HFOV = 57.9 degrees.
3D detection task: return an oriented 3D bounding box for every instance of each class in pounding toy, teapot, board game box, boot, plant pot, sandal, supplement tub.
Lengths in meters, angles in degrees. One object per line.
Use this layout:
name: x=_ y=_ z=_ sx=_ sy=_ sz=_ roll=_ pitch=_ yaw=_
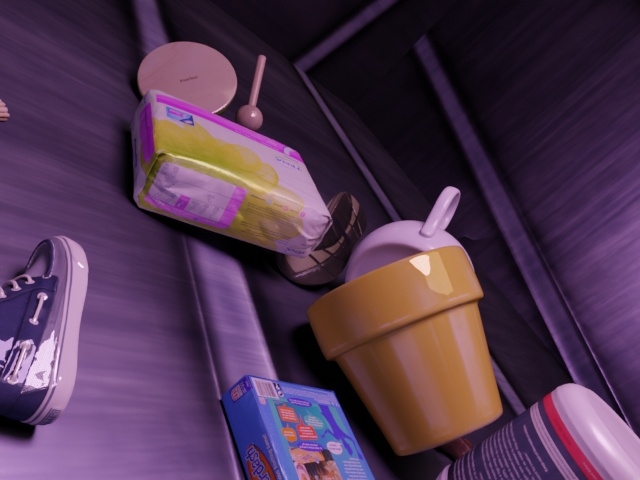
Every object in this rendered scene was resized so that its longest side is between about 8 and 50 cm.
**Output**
pounding toy: x=-0.231 y=-0.278 z=1.130 sx=0.237 sy=0.110 sz=0.182 roll=6 pitch=64 yaw=-10
teapot: x=0.180 y=0.061 z=1.076 sx=0.252 sy=0.256 sz=0.187 roll=63 pitch=35 yaw=-8
board game box: x=-0.006 y=0.251 z=0.614 sx=0.160 sy=0.047 sz=0.210 roll=27 pitch=25 yaw=-46
boot: x=0.239 y=0.372 z=0.928 sx=0.106 sy=0.037 sz=0.114 roll=26 pitch=31 yaw=-42
plant pot: x=0.136 y=0.166 z=0.839 sx=0.254 sy=0.254 sz=0.238 roll=9 pitch=57 yaw=-62
sandal: x=0.001 y=0.001 z=1.093 sx=0.120 sy=0.086 sz=0.303 roll=64 pitch=32 yaw=-10
supplement tub: x=0.259 y=0.320 z=0.690 sx=0.191 sy=0.272 sz=0.191 roll=41 pitch=19 yaw=-17
boot: x=-0.246 y=0.053 z=0.468 sx=0.086 sy=0.069 sz=0.190 roll=34 pitch=23 yaw=-41

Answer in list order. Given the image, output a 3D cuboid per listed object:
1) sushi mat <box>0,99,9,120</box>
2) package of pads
sushi mat: x=-0.465 y=-0.177 z=0.559 sx=0.151 sy=0.019 sz=0.316 roll=46 pitch=18 yaw=2
package of pads: x=-0.140 y=-0.101 z=0.903 sx=0.297 sy=0.101 sz=0.229 roll=19 pitch=29 yaw=-30
